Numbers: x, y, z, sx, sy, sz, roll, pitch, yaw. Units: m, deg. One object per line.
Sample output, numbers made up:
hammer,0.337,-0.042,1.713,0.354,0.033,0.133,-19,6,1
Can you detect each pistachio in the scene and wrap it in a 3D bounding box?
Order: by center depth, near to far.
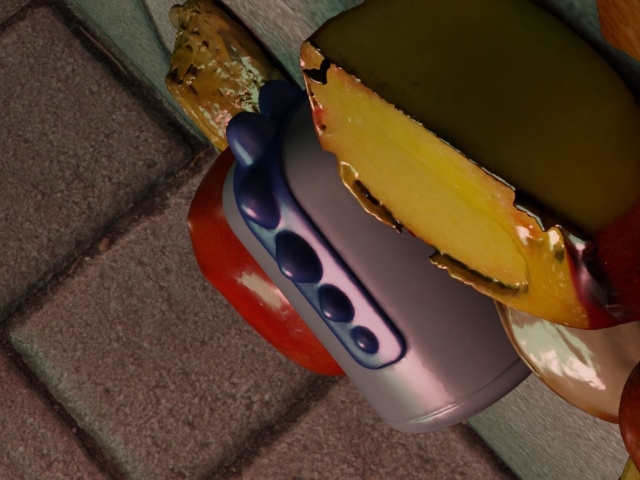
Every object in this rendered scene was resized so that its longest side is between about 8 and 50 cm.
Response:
pistachio,0.205,0.043,0.781,0.215,0.144,0.144,55,174,12

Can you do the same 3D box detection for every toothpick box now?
toothpick box,0.052,-0.007,0.983,0.355,0.263,0.263,51,172,-12

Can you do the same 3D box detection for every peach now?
peach,0.128,-0.057,0.670,0.267,0.154,0.159,36,160,19

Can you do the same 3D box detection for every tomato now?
tomato,0.000,0.000,1.256,0.325,0.293,0.289,56,157,-15

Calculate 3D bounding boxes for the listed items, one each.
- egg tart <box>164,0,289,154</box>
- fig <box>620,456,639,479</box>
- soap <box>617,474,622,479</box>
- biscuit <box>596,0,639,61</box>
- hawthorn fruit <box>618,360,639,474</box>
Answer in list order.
egg tart,-0.129,-0.205,1.512,0.341,0.129,0.341,48,174,6
fig,0.312,0.229,0.907,0.160,0.230,0.143,-138,48,-75
soap,0.436,0.330,1.053,0.289,0.112,0.182,49,170,8
biscuit,0.209,-0.098,0.477,0.206,0.025,0.126,41,170,39
hawthorn fruit,0.286,0.128,0.636,0.169,0.169,0.188,51,-178,-17
